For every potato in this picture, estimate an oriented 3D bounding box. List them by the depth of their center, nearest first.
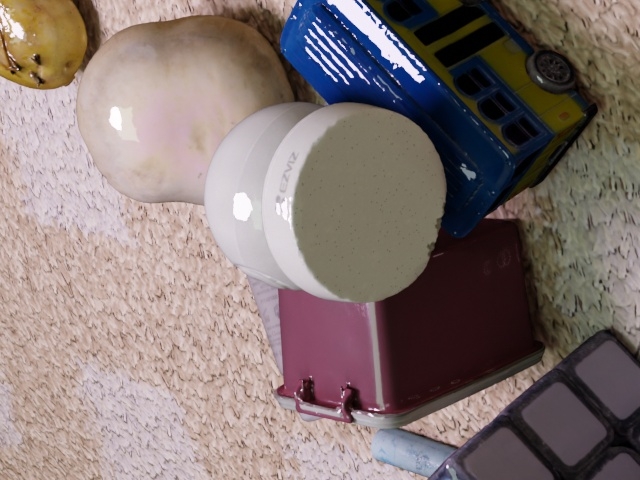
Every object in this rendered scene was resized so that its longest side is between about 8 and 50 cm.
[{"bbox_3d":[-0.445,-0.324,2.070,0.300,0.140,0.173,38,141,18],"label":"potato"}]

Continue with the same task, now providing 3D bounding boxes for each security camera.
[{"bbox_3d":[-0.015,-0.043,1.487,0.236,0.194,0.195,9,121,55],"label":"security camera"}]

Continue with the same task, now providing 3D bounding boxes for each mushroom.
[{"bbox_3d":[-0.157,-0.156,1.840,0.260,0.254,0.234,46,-173,-15],"label":"mushroom"}]

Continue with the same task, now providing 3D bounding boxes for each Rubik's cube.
[{"bbox_3d":[0.258,0.334,1.624,0.301,0.303,0.305,47,142,14],"label":"Rubik's cube"}]

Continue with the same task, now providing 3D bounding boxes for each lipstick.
[{"bbox_3d":[0.137,0.274,1.912,0.158,0.048,0.048,13,123,41],"label":"lipstick"}]

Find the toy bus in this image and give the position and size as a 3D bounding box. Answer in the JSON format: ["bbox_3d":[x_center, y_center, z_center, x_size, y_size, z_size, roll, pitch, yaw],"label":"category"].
[{"bbox_3d":[0.116,-0.166,1.547,0.288,0.175,0.138,48,142,13],"label":"toy bus"}]

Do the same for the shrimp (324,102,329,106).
[{"bbox_3d":[0.000,-0.002,1.775,0.137,0.172,0.372,28,118,42],"label":"shrimp"}]

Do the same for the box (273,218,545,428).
[{"bbox_3d":[0.094,0.077,1.654,0.193,0.294,0.168,8,109,44],"label":"box"}]

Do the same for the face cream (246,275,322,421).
[{"bbox_3d":[-0.040,0.074,1.949,0.143,0.089,0.314,-21,91,52],"label":"face cream"}]
